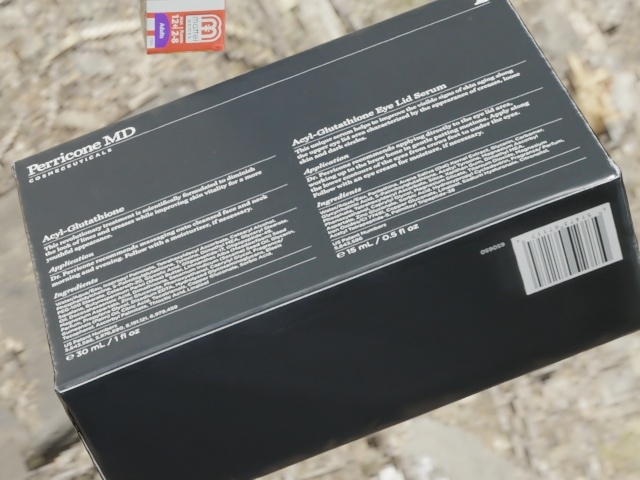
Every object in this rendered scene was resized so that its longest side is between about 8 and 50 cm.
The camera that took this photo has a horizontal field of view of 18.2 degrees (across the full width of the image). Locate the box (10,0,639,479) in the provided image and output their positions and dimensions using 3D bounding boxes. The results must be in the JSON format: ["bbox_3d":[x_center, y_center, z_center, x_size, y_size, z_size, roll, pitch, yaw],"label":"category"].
[{"bbox_3d":[0.000,0.000,0.949,0.184,0.261,0.103,-111,-179,-50],"label":"box"}]

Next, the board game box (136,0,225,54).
[{"bbox_3d":[-0.083,-0.214,1.075,0.045,0.147,0.193,-4,40,-9],"label":"board game box"}]
